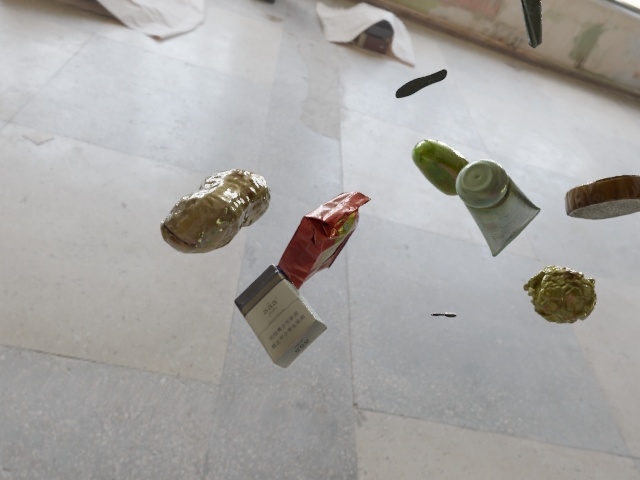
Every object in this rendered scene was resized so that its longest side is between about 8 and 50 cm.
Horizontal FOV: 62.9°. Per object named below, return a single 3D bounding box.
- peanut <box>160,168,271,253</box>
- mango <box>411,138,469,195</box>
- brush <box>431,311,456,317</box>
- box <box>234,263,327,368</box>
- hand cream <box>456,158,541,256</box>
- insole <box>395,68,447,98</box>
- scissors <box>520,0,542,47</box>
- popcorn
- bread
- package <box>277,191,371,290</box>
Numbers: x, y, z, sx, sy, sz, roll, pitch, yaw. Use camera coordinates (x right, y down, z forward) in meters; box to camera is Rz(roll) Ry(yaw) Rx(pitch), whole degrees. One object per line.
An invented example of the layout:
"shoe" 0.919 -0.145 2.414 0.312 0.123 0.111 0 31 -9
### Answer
"peanut" -0.191 -0.060 0.990 0.130 0.130 0.290 27 29 6
"mango" 0.427 -0.267 1.847 0.273 0.149 0.185 34 17 -25
"brush" 0.365 0.220 1.546 0.083 0.008 0.024 2 31 -15
"box" -0.117 0.202 1.440 0.259 0.168 0.071 48 3 42
"hand cream" 0.363 -0.062 1.052 0.306 0.147 0.093 33 12 -50
"insole" 0.232 -0.360 1.202 0.135 0.045 0.002 -23 57 -7
"scissors" 0.444 -0.575 1.123 0.193 0.029 0.446 7 62 -1
"popcorn" 0.847 0.183 1.843 0.235 0.181 0.216 27 69 27
"bread" 0.777 -0.113 1.402 0.236 0.236 0.069 2 78 -24
"package" 0.000 0.001 1.692 0.123 0.423 0.196 45 52 11
